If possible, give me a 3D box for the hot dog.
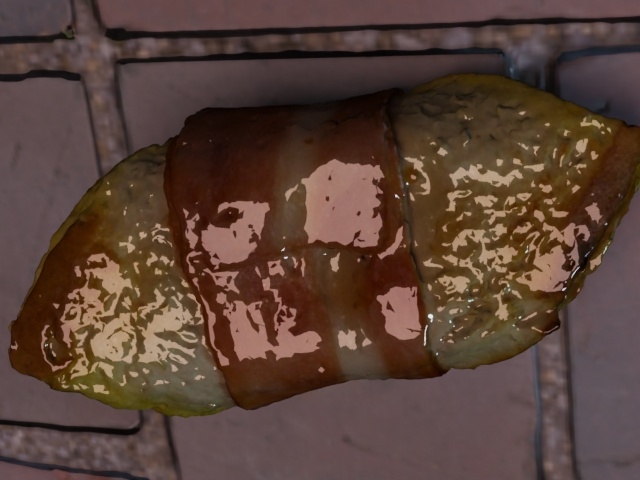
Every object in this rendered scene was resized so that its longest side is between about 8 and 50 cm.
[{"bbox_3d":[0.000,0.002,0.583,0.261,0.093,0.123,-7,99,9],"label":"hot dog"}]
